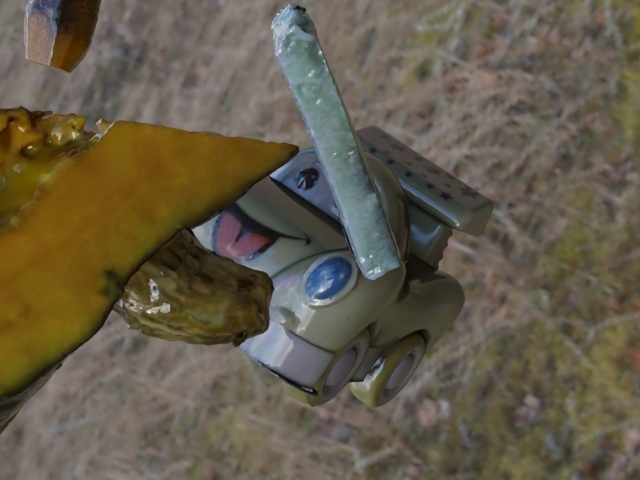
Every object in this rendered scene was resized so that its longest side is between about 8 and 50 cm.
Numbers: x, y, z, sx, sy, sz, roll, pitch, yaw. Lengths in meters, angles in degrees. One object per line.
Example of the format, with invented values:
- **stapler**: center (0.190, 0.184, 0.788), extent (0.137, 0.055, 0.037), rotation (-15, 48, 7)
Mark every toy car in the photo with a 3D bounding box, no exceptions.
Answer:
- **toy car**: center (0.000, 0.000, 1.350), extent (0.226, 0.242, 0.336), rotation (-57, -22, 6)

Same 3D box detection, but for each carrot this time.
- **carrot**: center (-0.202, -0.307, 1.364), extent (0.066, 0.066, 0.314), rotation (9, 81, 70)

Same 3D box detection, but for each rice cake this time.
- **rice cake**: center (0.010, -0.065, 1.028), extent (0.034, 0.211, 0.043), rotation (-21, 33, 3)

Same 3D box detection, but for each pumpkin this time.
- **pumpkin**: center (-0.122, 0.021, 0.547), extent (0.131, 0.248, 0.126), rotation (-35, 59, 56)
